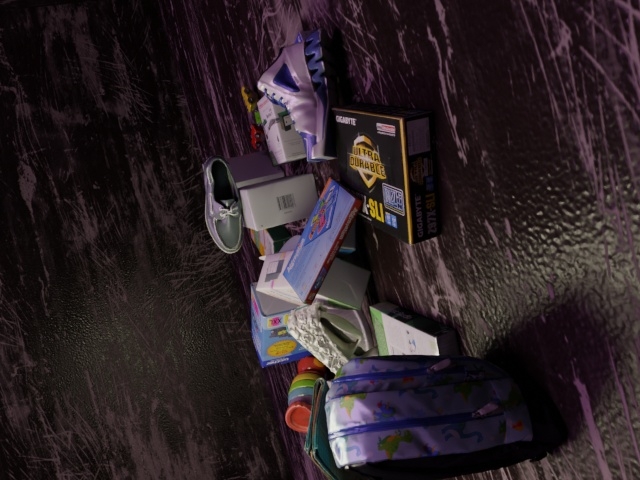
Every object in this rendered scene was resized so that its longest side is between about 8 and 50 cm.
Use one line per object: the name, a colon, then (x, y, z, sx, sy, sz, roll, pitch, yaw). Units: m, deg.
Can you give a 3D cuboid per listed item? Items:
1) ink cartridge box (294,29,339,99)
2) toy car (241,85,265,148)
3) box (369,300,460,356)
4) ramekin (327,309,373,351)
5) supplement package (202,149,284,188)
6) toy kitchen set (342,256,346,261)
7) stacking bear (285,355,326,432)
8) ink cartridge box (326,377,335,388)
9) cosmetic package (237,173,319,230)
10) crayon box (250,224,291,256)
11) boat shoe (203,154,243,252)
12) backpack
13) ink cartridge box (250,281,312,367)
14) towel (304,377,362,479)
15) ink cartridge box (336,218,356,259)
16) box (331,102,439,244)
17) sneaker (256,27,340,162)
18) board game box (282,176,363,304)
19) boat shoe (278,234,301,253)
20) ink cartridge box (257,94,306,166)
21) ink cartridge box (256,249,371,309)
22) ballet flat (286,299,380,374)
ink cartridge box: (-0.017, -0.437, 1.416, 0.097, 0.046, 0.207, 138, 115, -68)
toy car: (-0.224, -0.456, 1.981, 0.225, 0.053, 0.238, -152, 48, -64)
box: (0.229, 0.288, 1.279, 0.322, 0.059, 0.232, -166, 62, -67)
ramekin: (0.069, 0.292, 1.654, 0.207, 0.109, 0.207, 165, 90, -71)
supplement package: (-0.289, -0.215, 2.028, 0.204, 0.262, 0.145, -128, 29, -48)
toy kitchen set: (0.032, 0.054, 1.622, 0.083, 0.075, 0.068, -158, 53, -66)
stacking bear: (-0.040, 0.562, 2.037, 0.164, 0.175, 0.289, -55, 18, 37)
ink cartridge box: (0.079, 0.543, 1.904, 0.135, 0.056, 0.099, 149, 104, -71)
cosmetic package: (-0.148, -0.130, 1.755, 0.225, 0.224, 0.138, -170, 65, -69)
crayon box: (-0.214, -0.014, 2.256, 0.323, 0.083, 0.203, -127, 28, -46)
boat shoe: (-0.309, -0.114, 1.698, 0.099, 0.116, 0.319, -171, 72, -74)
backpack: (0.184, 0.321, 0.967, 0.290, 0.356, 0.273, 121, 131, -66)
ink cartridge box: (-0.095, 0.290, 1.866, 0.395, 0.270, 0.151, 98, 155, -50)
towel: (0.060, 0.656, 1.728, 0.370, 0.040, 0.271, 60, -156, -31)
ink cartridge box: (0.034, -0.023, 1.494, 0.191, 0.082, 0.139, 142, 131, -68)
box: (0.133, -0.158, 1.164, 0.322, 0.079, 0.257, -143, 40, -61)
sneaker: (-0.053, -0.342, 1.313, 0.127, 0.182, 0.315, -2, -93, -68)
board game box: (0.000, 0.000, 1.290, 0.281, 0.027, 0.145, -63, 35, 15)
boat shoe: (-0.097, 0.144, 1.985, 0.367, 0.157, 0.136, -61, 34, 23)
ink cartridge box: (-0.118, -0.357, 1.694, 0.160, 0.093, 0.219, 180, 75, -70)
ink cartridge box: (-0.045, 0.119, 1.554, 0.353, 0.207, 0.119, -11, 60, 60)
ballet flat: (0.085, 0.313, 1.453, 0.409, 0.147, 0.147, 42, 167, -14)
